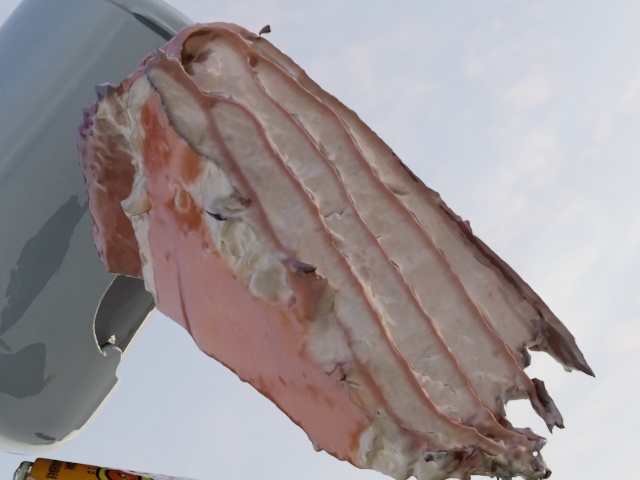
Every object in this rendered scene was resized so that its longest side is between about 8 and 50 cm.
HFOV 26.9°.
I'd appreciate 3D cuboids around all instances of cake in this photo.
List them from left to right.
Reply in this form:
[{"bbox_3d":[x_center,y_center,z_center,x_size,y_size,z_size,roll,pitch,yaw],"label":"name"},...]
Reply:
[{"bbox_3d":[-0.005,0.002,0.583,0.098,0.287,0.135,-25,-43,-40],"label":"cake"}]

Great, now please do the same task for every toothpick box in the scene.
[{"bbox_3d":[-0.221,-0.007,0.987,0.355,0.263,0.263,-55,-39,-16],"label":"toothpick box"}]

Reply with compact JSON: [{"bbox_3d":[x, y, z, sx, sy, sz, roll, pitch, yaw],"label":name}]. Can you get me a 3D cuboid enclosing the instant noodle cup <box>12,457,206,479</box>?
[{"bbox_3d":[-0.102,0.218,0.731,0.172,0.216,0.216,15,-59,-6],"label":"instant noodle cup"}]
